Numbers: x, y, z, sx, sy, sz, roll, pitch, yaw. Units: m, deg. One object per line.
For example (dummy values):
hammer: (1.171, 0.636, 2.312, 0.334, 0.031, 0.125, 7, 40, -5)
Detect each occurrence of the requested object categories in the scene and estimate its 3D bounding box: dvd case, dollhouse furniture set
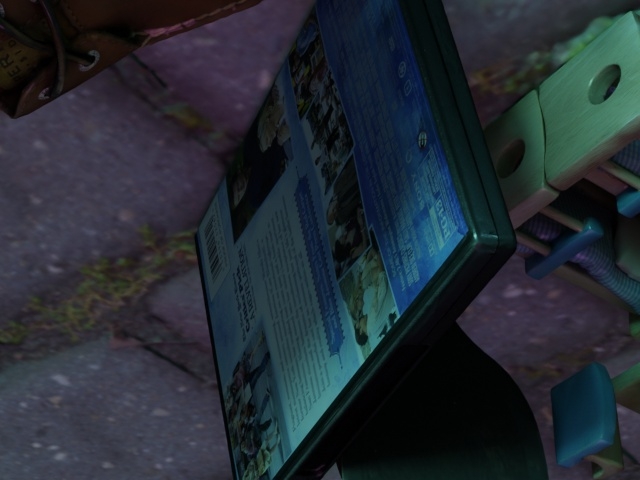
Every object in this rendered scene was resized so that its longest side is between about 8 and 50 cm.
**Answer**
dvd case: (0.000, 0.000, 0.591, 0.022, 0.180, 0.253, 4, 144, -24)
dollhouse furniture set: (0.154, 0.020, 0.598, 0.129, 0.184, 0.129, 25, 136, -25)

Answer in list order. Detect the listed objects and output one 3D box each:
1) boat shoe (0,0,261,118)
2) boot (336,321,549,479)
boat shoe: (-0.120, -0.098, 0.537, 0.307, 0.104, 0.111, -11, 139, 18)
boot: (0.048, 0.152, 0.715, 0.096, 0.264, 0.280, -19, 140, -10)
